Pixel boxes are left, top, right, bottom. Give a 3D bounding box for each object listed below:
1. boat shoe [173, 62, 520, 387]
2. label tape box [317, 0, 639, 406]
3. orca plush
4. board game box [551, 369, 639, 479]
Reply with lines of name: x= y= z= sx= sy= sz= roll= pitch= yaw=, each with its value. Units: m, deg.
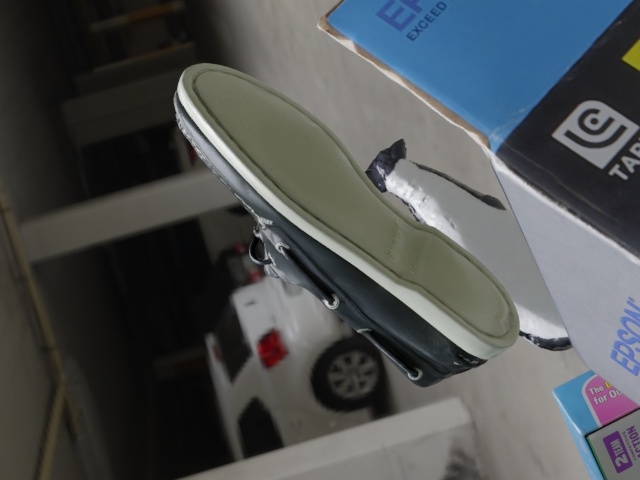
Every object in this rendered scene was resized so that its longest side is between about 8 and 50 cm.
boat shoe: x=0.002 y=-0.002 z=1.017 sx=0.340 sy=0.113 sz=0.127 roll=36 pitch=-143 yaw=-10
label tape box: x=0.204 y=-0.031 z=0.397 sx=0.334 sy=0.240 sz=0.106 roll=38 pitch=163 yaw=22
orca plush: x=0.151 y=0.026 z=1.261 sx=0.287 sy=0.151 sz=0.102 roll=29 pitch=148 yaw=19
board game box: x=0.373 y=0.148 z=0.999 sx=0.242 sy=0.316 sz=0.064 roll=63 pitch=-179 yaw=-29
